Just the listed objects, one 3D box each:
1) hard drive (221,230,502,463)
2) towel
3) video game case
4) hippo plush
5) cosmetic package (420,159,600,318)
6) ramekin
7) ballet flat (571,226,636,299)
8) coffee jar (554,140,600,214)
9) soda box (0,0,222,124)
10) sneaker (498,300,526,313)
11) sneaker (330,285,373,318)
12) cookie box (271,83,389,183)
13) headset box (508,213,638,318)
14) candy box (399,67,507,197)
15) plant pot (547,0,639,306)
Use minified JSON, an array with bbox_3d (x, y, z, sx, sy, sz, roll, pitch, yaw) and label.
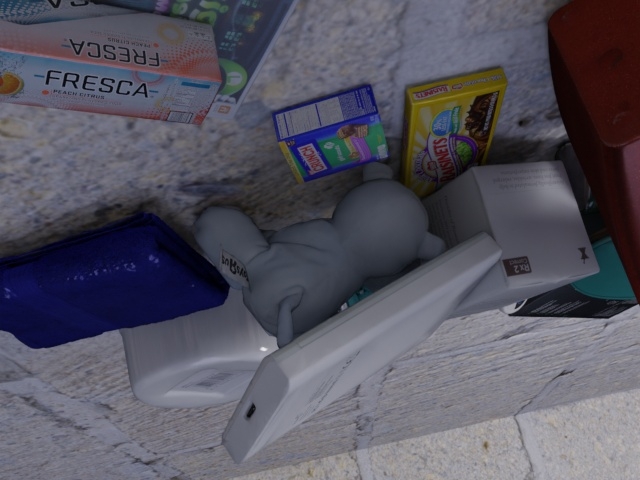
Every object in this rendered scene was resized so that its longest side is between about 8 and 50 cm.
[{"bbox_3d":[0.047,0.112,0.734,0.307,0.040,0.203,-26,157,-36],"label":"hard drive"},{"bbox_3d":[-0.295,0.057,0.873,0.308,0.076,0.228,-13,157,11],"label":"towel"},{"bbox_3d":[-0.121,-0.173,0.561,0.173,0.022,0.190,2,150,-29],"label":"video game case"},{"bbox_3d":[0.000,0.000,0.821,0.236,0.234,0.294,-38,161,-9],"label":"hippo plush"},{"bbox_3d":[0.218,0.004,0.875,0.151,0.152,0.183,-7,165,-28],"label":"cosmetic package"},{"bbox_3d":[-0.175,0.166,1.080,0.277,0.135,0.277,-11,154,-5],"label":"ramekin"},{"bbox_3d":[0.452,-0.023,0.797,0.342,0.116,0.124,-31,-165,49],"label":"ballet flat"},{"bbox_3d":[0.401,-0.085,0.892,0.184,0.096,0.079,-4,-173,-18],"label":"coffee jar"},{"bbox_3d":[-0.170,-0.137,0.514,0.183,0.063,0.058,2,150,-29],"label":"soda box"},{"bbox_3d":[0.271,-0.012,1.005,0.079,0.121,0.217,0,117,-37],"label":"sneaker"},{"bbox_3d":[0.062,0.093,1.122,0.110,0.107,0.275,-37,156,4],"label":"sneaker"},{"bbox_3d":[0.013,-0.110,0.726,0.107,0.040,0.092,-16,155,6],"label":"cookie box"},{"bbox_3d":[0.442,0.018,1.078,0.283,0.131,0.246,4,149,-32],"label":"headset box"},{"bbox_3d":[0.147,-0.115,0.794,0.105,0.027,0.206,-11,154,-1],"label":"candy box"},{"bbox_3d":[0.358,-0.127,0.635,0.267,0.267,0.235,-27,140,26],"label":"plant pot"}]
